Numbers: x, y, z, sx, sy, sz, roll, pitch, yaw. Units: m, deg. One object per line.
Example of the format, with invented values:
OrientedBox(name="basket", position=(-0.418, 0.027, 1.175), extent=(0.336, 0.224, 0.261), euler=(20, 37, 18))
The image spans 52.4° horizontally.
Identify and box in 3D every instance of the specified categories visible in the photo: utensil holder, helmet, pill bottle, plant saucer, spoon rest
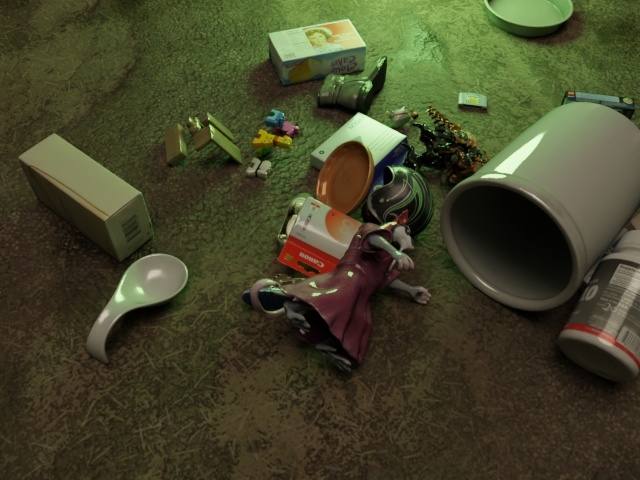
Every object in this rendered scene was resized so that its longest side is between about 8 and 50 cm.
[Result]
OrientedBox(name="utensil holder", position=(0.509, -0.085, 1.435), extent=(0.327, 0.328, 0.385), euler=(37, 57, 25))
OrientedBox(name="helmet", position=(0.185, -0.088, 1.526), extent=(0.161, 0.169, 0.169), euler=(-42, 62, -9))
OrientedBox(name="pill bottle", position=(0.620, 0.128, 1.326), extent=(0.161, 0.161, 0.283), euler=(29, 71, 20))
OrientedBox(name="plant saucer", position=(0.063, -0.144, 1.576), extent=(0.037, 0.200, 0.200), euler=(19, 41, -35))
OrientedBox(name="spoon rest", position=(-0.394, 0.130, 1.390), extent=(0.137, 0.084, 0.276), euler=(23, 55, 16))

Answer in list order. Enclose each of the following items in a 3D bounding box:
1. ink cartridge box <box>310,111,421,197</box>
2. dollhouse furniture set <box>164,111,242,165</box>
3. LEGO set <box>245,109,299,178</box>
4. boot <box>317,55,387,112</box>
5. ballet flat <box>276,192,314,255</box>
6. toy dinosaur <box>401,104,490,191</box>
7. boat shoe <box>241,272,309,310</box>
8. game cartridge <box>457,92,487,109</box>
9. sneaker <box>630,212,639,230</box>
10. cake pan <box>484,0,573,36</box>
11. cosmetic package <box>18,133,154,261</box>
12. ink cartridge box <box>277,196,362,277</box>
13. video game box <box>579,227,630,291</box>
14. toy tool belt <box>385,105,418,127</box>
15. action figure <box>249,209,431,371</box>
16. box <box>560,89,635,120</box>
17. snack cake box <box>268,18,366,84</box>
OrientedBox(name="ink cartridge box", position=(0.125, -0.224, 1.709), extent=(0.223, 0.045, 0.223), euler=(31, 57, 21))
OrientedBox(name="dollhouse furniture set", position=(-0.313, -0.246, 1.729), extent=(0.151, 0.123, 0.144), euler=(-31, 50, 19))
OrientedBox(name="LEGO set", position=(-0.111, -0.261, 1.708), extent=(0.093, 0.087, 0.227), euler=(16, 54, 12))
OrientedBox(name="boot", position=(0.092, -0.469, 1.888), extent=(0.161, 0.084, 0.247), euler=(15, 51, 18))
OrientedBox(name="ballet flat", position=(-0.053, -0.051, 1.552), extent=(0.072, 0.068, 0.213), euler=(11, 52, 7))
OrientedBox(name="toy dinosaur", position=(0.334, -0.221, 1.679), extent=(0.218, 0.165, 0.322), euler=(-2, 31, -22))
OrientedBox(name="boat shoe", position=(-0.083, 0.111, 1.430), extent=(0.183, 0.066, 0.066), euler=(4, 46, -11))
OrientedBox(name="game cartridge", position=(0.440, -0.405, 1.882), extent=(0.083, 0.017, 0.056), euler=(8, 48, 5))
OrientedBox(name="sneaker", position=(0.807, -0.027, 1.435), extent=(0.302, 0.121, 0.108), euler=(15, 38, -42))
OrientedBox(name="cake pan", position=(0.683, -0.771, 2.157), extent=(0.292, 0.054, 0.293), euler=(1, 51, -1))
OrientedBox(name="cosmetic package", position=(-0.546, -0.102, 1.524), extent=(0.309, 0.160, 0.113), euler=(31, 57, 23))
OrientedBox(name="ink cartridge box", position=(0.000, 0.000, 1.471), extent=(0.145, 0.045, 0.179), euler=(27, 50, -3))
OrientedBox(name="video game box", position=(0.699, 0.085, 1.462), extent=(0.187, 0.048, 0.205), euler=(-41, 62, -16))
OrientedBox(name="toy tool belt", position=(0.227, -0.353, 1.813), extent=(0.083, 0.052, 0.051), euler=(-21, 63, -18))
OrientedBox(name="action figure", position=(0.075, 0.077, 1.372), extent=(0.275, 0.248, 0.370), euler=(19, 59, 25))
OrientedBox(name="box", position=(0.663, -0.263, 1.633), extent=(0.159, 0.233, 0.044), euler=(8, 51, 5))
OrientedBox(name="snack cake box", position=(-0.012, -0.568, 1.955), extent=(0.264, 0.089, 0.152), euler=(-14, 51, -13))
